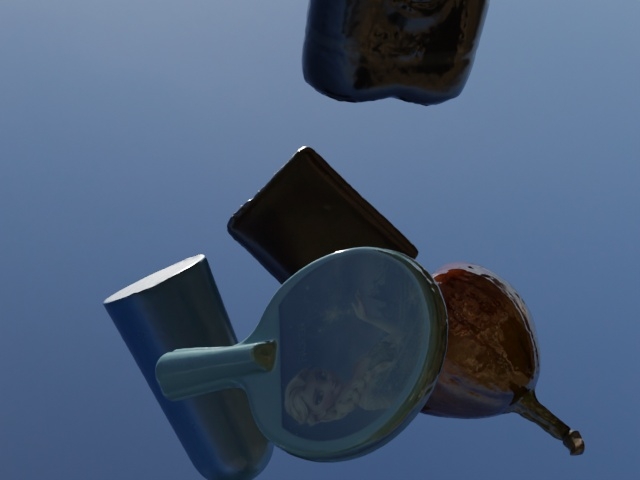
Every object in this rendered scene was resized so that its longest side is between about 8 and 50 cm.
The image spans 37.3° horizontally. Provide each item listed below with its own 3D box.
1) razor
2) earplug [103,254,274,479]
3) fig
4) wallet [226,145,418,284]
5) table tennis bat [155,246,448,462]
[{"bbox_3d":[0.100,-0.301,0.997,0.204,0.349,0.113,3,-142,-16],"label":"razor"},{"bbox_3d":[-0.143,0.168,1.138,0.132,0.132,0.273,-32,-79,-46],"label":"earplug"},{"bbox_3d":[0.145,0.101,0.901,0.202,0.148,0.149,20,-102,-9],"label":"fig"},{"bbox_3d":[0.000,0.000,1.337,0.229,0.182,0.049,44,-164,-5],"label":"wallet"},{"bbox_3d":[-0.021,0.080,0.652,0.038,0.237,0.149,35,-128,-45],"label":"table tennis bat"}]
